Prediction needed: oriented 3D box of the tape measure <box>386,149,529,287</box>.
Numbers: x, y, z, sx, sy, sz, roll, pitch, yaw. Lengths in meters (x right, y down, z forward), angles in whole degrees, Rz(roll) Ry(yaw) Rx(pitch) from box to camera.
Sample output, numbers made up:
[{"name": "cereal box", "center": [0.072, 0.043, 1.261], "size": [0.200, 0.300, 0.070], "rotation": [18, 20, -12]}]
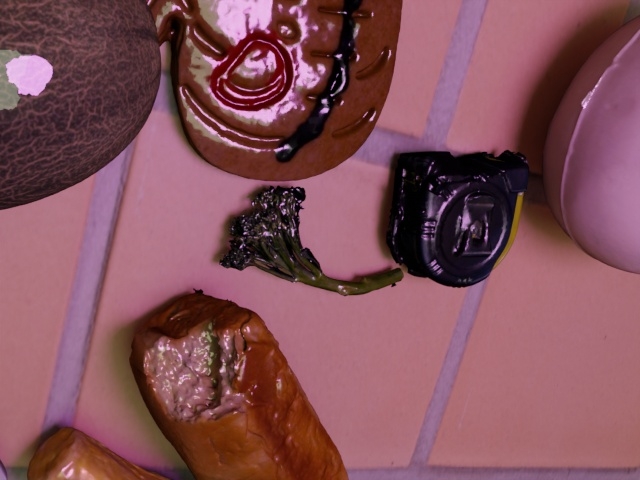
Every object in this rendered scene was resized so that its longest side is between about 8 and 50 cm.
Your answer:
[{"name": "tape measure", "center": [0.189, -0.029, 0.945], "size": [0.198, 0.112, 0.186], "rotation": [-3, 110, -24]}]

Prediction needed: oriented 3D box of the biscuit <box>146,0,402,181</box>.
[{"name": "biscuit", "center": [-0.050, -0.248, 0.785], "size": [0.313, 0.063, 0.368], "rotation": [-1, 108, -27]}]

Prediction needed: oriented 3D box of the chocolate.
[{"name": "chocolate", "center": [-0.190, 0.396, 0.891], "size": [0.162, 0.162, 0.445], "rotation": [-43, 115, -8]}]

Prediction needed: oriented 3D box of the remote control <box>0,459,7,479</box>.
[{"name": "remote control", "center": [-0.448, 0.159, 0.718], "size": [0.127, 0.065, 0.336], "rotation": [-22, 115, -16]}]

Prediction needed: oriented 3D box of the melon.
[{"name": "melon", "center": [-0.287, -0.145, 0.599], "size": [0.301, 0.237, 0.238], "rotation": [-17, 113, -21]}]

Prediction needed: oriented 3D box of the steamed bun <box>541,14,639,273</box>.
[{"name": "steamed bun", "center": [0.474, -0.133, 0.937], "size": [0.333, 0.334, 0.374], "rotation": [30, 97, -30]}]

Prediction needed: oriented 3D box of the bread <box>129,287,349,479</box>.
[{"name": "bread", "center": [-0.100, 0.231, 0.842], "size": [0.149, 0.195, 0.344], "rotation": [-43, 121, -31]}]

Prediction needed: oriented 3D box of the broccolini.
[{"name": "broccolini", "center": [0.006, 0.003, 0.902], "size": [0.271, 0.062, 0.123], "rotation": [15, 108, -32]}]
